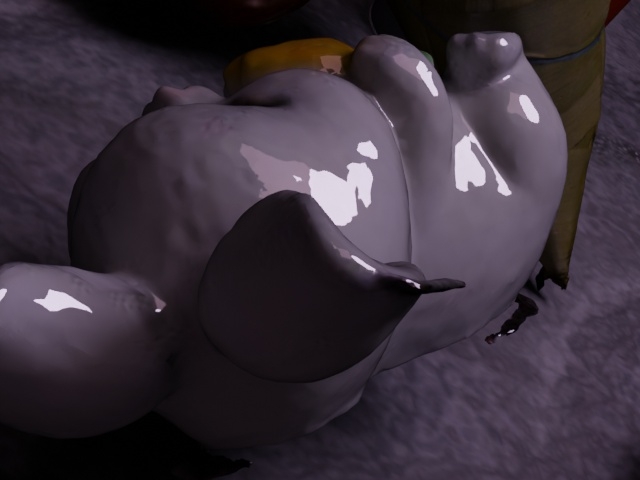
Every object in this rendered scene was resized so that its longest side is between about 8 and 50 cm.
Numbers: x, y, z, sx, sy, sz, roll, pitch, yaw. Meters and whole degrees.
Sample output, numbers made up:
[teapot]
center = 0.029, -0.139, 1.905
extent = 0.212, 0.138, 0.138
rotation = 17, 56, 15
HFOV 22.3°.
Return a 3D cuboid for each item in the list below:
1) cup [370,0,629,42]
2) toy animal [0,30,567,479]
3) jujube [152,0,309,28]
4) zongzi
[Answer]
[cup]
center = 0.164, -0.231, 1.073
extent = 0.203, 0.288, 0.203
rotation = 26, 30, -17
[toy animal]
center = -0.005, 0.000, 0.660
extent = 0.325, 0.208, 0.154
rotation = -57, 133, -70
[jujube]
center = -0.071, -0.217, 0.964
extent = 0.168, 0.168, 0.236
rotation = 16, 15, -31
[zongzi]
center = 0.093, -0.123, 0.973
extent = 0.115, 0.256, 0.228
rotation = -17, 30, -18
